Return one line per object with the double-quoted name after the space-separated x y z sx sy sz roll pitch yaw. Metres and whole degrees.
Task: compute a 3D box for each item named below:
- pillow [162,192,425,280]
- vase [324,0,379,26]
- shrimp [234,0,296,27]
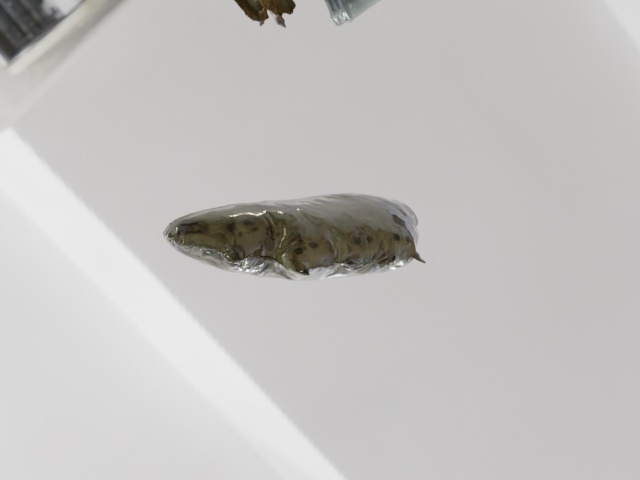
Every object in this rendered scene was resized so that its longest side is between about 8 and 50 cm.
0.001 0.000 0.971 0.241 0.093 0.051 -5 -59 -44 "pillow"
0.096 -0.193 0.783 0.086 0.214 0.086 -23 -90 -85 "vase"
-0.069 -0.169 0.659 0.041 0.099 0.180 -13 -121 -41 "shrimp"
